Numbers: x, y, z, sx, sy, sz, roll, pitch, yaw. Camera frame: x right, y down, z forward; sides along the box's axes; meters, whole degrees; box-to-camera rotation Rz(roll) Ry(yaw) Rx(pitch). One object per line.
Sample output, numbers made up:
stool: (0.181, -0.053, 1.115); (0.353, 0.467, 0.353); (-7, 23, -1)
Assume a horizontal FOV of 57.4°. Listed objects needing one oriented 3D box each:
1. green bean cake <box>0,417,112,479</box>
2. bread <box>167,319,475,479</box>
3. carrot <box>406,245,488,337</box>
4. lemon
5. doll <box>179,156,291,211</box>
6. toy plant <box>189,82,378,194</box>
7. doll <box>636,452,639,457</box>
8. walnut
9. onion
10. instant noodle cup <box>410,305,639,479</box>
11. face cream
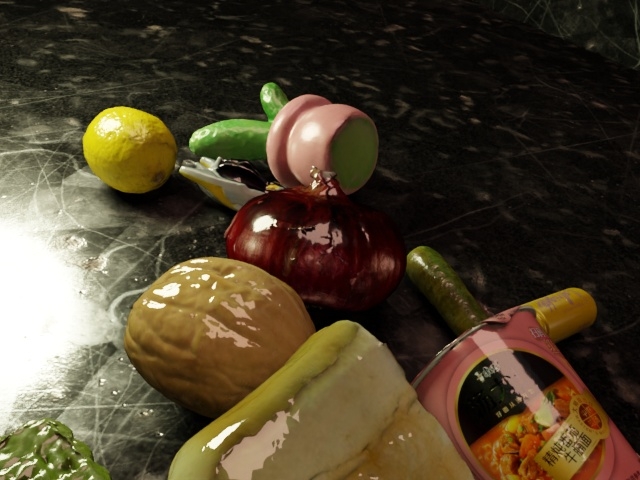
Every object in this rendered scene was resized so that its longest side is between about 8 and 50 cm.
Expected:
green bean cake: (-0.296, 0.321, 0.572); (0.248, 0.125, 0.222); (31, 41, 27)
bread: (-0.017, 0.296, 0.598); (0.301, 0.210, 0.341); (51, 50, 0)
carrot: (0.249, 0.136, 1.001); (0.074, 0.074, 0.359); (-7, 40, -22)
lemon: (-0.392, -0.187, 1.209); (0.180, 0.181, 0.193); (-13, 20, -28)
doll: (-0.137, -0.106, 1.214); (0.316, 0.103, 0.146); (18, 42, 0)
toy plant: (-0.066, -0.219, 1.292); (0.356, 0.211, 0.316); (28, 33, 37)
doll: (0.461, 0.323, 0.822); (0.085, 0.040, 0.058); (16, 26, 9)
walnut: (-0.133, 0.133, 0.791); (0.260, 0.225, 0.225); (19, 37, 16)
onion: (0.000, 0.000, 0.971); (0.313, 0.233, 0.314); (11, 15, -3)
instant noodle cup: (0.266, 0.248, 0.740); (0.243, 0.244, 0.255); (-15, 51, -30)
face cream: (0.366, 0.138, 0.971); (0.273, 0.078, 0.078); (-8, 38, -42)
